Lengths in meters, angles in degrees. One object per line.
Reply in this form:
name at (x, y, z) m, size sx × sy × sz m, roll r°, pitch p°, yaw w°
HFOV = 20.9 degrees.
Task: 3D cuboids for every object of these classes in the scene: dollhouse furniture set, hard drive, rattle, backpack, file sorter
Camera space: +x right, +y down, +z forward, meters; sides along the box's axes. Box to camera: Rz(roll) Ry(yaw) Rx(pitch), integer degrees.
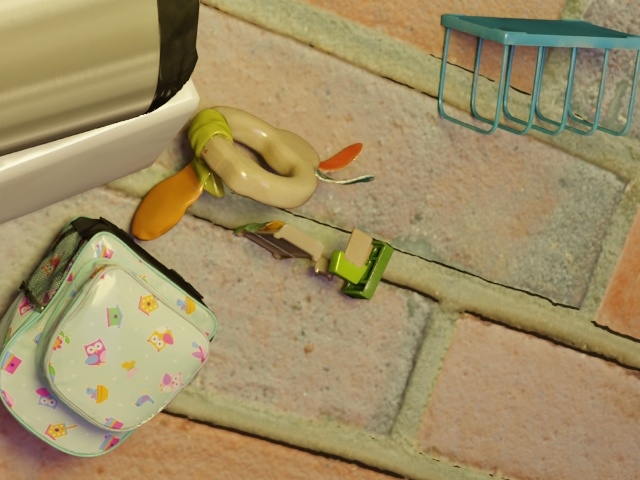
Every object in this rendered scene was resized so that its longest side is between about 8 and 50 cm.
dollhouse furniture set at (0.000, 0.000, 1.669) m, size 0.152 × 0.076 × 0.058 m, roll 31°, pitch 74°, yaw -31°
hard drive at (-0.271, -0.048, 1.437) m, size 0.319 × 0.210 × 0.040 m, roll -23°, pitch 85°, yaw -21°
rattle at (-0.056, -0.042, 1.629) m, size 0.200 × 0.130 × 0.142 m, roll 3°, pitch 114°, yaw -55°
backpack at (-0.201, 0.098, 1.543) m, size 0.166 × 0.144 × 0.188 m, roll 40°, pitch 93°, yaw -27°
file sorter at (0.216, -0.162, 1.714) m, size 0.170 × 0.118 × 0.104 m, roll -1°, pitch 105°, yaw -28°

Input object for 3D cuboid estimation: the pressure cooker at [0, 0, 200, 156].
pressure cooker at (-0.333, -0.219, 1.212) m, size 0.420 × 0.370 × 0.375 m, roll -18°, pitch 113°, yaw -19°
